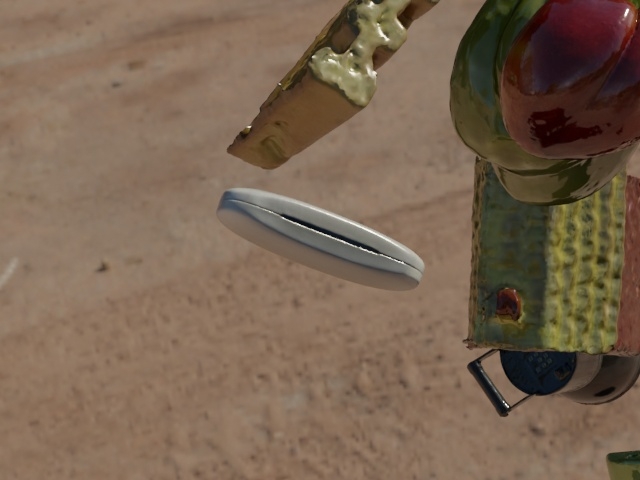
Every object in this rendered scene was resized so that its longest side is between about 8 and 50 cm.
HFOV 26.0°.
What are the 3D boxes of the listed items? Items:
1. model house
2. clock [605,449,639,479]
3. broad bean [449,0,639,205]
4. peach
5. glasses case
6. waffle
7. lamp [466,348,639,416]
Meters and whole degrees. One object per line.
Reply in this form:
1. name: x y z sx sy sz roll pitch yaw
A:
1. model house: 0.220 0.014 1.337 0.160 0.196 0.254 3 -3 23
2. clock: 0.423 0.187 1.302 0.235 0.096 0.308 -14 4 35
3. broad bean: 0.192 -0.139 1.050 0.119 0.238 0.291 17 31 25
4. peach: 0.152 -0.090 0.785 0.100 0.101 0.101 -6 31 4
5. glasses case: 0.000 0.000 1.237 0.193 0.049 0.074 20 -12 -9
6. waffle: 0.053 -0.234 1.495 0.348 0.077 0.304 -52 8 -21
7. lamp: 0.304 0.134 1.716 0.147 0.172 0.227 57 22 18
